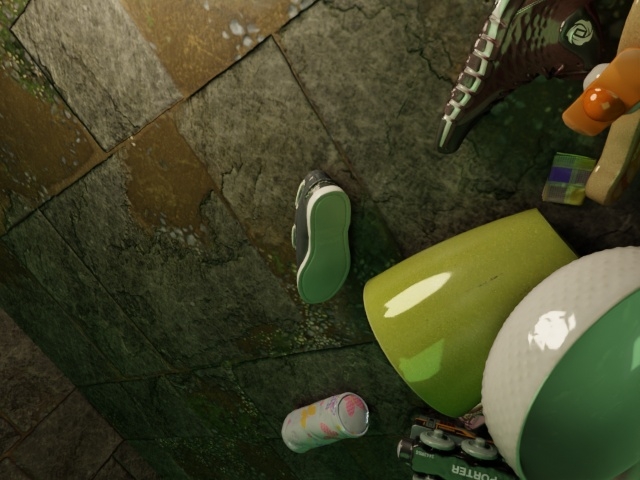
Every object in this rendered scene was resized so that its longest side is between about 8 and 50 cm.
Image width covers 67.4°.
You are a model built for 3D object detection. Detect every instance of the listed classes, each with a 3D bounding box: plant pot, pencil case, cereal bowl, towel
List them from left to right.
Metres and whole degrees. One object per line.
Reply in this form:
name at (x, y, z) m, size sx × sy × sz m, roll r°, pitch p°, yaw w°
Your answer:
pencil case at (0.011, 0.499, 1.302) m, size 0.124 × 0.113 × 0.273 m, roll 38°, pitch 134°, yaw -14°
plant pot at (0.270, 0.091, 0.780) m, size 0.294 × 0.274 × 0.275 m, roll -41°, pitch 98°, yaw 23°
towel at (0.379, -0.092, 0.734) m, size 0.060 × 0.009 × 0.083 m, roll 15°, pitch 129°, yaw 20°
cereal bowl at (0.348, 0.153, 0.626) m, size 0.141 × 0.339 × 0.338 m, roll -131°, pitch 22°, yaw -58°

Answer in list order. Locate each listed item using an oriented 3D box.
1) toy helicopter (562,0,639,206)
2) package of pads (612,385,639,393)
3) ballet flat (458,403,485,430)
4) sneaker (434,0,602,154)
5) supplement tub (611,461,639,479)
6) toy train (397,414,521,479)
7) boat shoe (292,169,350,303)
toy helicopter at (0.371, -0.167, 0.553) m, size 0.140 × 0.235 × 0.354 m, roll 37°, pitch 154°, yaw 35°
package of pads at (0.473, 0.222, 0.735) m, size 0.083 × 0.050 × 0.031 m, roll 0°, pitch 123°, yaw 30°
ballet flat at (0.356, 0.341, 1.023) m, size 0.079 × 0.077 × 0.221 m, roll 37°, pitch 137°, yaw 5°
sneaker at (0.273, -0.214, 0.643) m, size 0.163 × 0.106 × 0.281 m, roll 25°, pitch 131°, yaw 7°
supplement tub at (0.625, 0.439, 0.822) m, size 0.332 × 0.241 × 0.241 m, roll 25°, pitch 132°, yaw 5°
toy train at (0.343, 0.491, 1.068) m, size 0.334 × 0.190 × 0.142 m, roll 8°, pitch 91°, yaw 17°
boat shoe at (0.000, 0.000, 0.962) m, size 0.115 × 0.091 × 0.302 m, roll -6°, pitch 131°, yaw -20°
